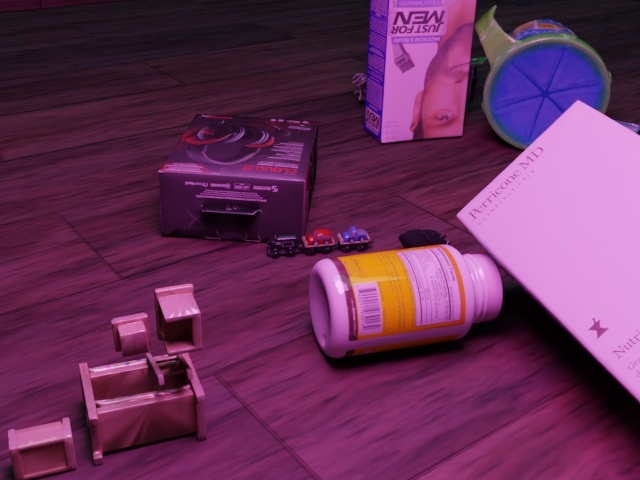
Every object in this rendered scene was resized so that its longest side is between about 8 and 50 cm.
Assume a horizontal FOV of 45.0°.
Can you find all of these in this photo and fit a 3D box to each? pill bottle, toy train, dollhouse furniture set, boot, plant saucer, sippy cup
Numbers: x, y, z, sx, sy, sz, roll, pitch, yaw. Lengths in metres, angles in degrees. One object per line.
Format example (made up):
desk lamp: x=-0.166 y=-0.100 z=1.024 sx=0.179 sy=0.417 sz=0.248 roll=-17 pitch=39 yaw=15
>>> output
pill bottle: x=0.101 y=0.068 z=0.916 sx=0.215 sy=0.117 sz=0.117 roll=-6 pitch=29 yaw=-16
toy train: x=0.000 y=0.000 z=1.123 sx=0.158 sy=0.036 sz=0.027 roll=-4 pitch=29 yaw=-12
dollhouse furniture set: x=-0.213 y=0.120 z=0.751 sx=0.182 sy=0.161 sz=0.101 roll=-8 pitch=29 yaw=-20
boot: x=0.134 y=0.018 z=1.091 sx=0.121 sy=0.045 sz=0.099 roll=3 pitch=29 yaw=-13
plant saucer: x=0.582 y=-0.250 z=1.654 sx=0.192 sy=0.018 sz=0.067 roll=17 pitch=32 yaw=28
sippy cup: x=0.440 y=-0.327 z=1.533 sx=0.240 sy=0.305 sz=0.224 roll=-7 pitch=32 yaw=15

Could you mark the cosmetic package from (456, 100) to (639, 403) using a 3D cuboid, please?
cosmetic package: x=0.348 y=0.031 z=0.841 sx=0.217 sy=0.156 sz=0.385 roll=-46 pitch=39 yaw=6

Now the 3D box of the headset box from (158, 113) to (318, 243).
headset box: x=-0.121 y=-0.099 z=1.224 sx=0.218 sy=0.110 sz=0.293 roll=4 pitch=28 yaw=3

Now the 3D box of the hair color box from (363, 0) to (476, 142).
hair color box: x=0.194 y=-0.372 z=1.515 sx=0.185 sy=0.338 sz=0.110 roll=-7 pitch=28 yaw=-17

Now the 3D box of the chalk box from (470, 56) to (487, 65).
chalk box: x=0.292 y=-0.436 z=1.868 sx=0.213 sy=0.132 sz=0.132 roll=14 pitch=29 yaw=19

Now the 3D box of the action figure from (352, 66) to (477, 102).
action figure: x=0.199 y=-0.348 z=1.733 sx=0.285 sy=0.099 sz=0.185 roll=14 pitch=35 yaw=28
